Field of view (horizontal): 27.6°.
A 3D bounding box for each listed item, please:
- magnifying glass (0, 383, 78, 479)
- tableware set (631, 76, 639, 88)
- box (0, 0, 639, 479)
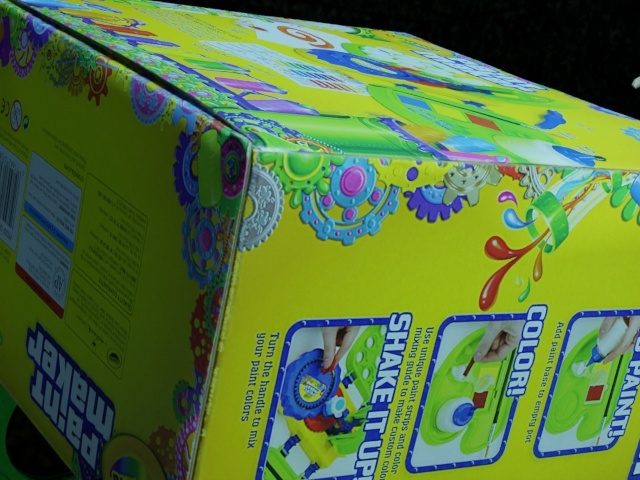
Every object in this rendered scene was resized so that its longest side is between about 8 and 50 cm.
[{"bbox_3d":[-0.196,0.089,0.706,0.231,0.026,0.092,18,99,-40],"label":"magnifying glass"},{"bbox_3d":[0.283,-0.075,0.962,0.104,0.024,0.154,-32,124,-20],"label":"tableware set"},{"bbox_3d":[0.000,0.000,0.628,0.279,0.290,0.177,0,110,-34],"label":"box"}]
